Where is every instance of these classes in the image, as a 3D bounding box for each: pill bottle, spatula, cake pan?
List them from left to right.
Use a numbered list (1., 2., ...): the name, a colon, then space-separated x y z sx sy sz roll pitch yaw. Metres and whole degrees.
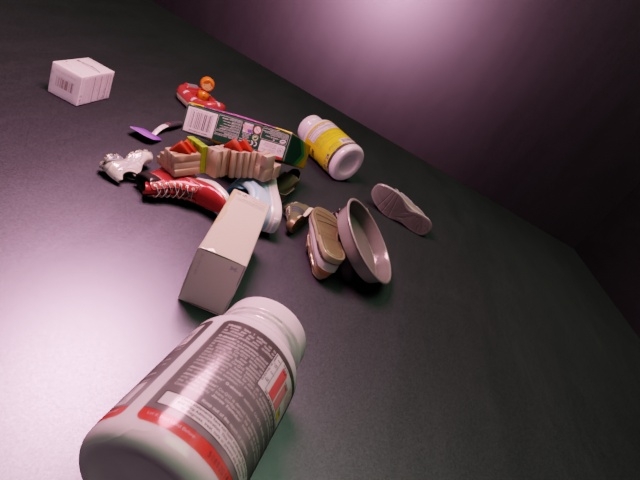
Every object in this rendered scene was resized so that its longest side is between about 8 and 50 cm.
1. spatula: -0.564 -0.401 1.525 0.084 0.030 0.296 31 27 -2
2. pill bottle: -0.161 0.247 0.673 0.210 0.210 0.363 33 28 4
3. pill bottle: 0.038 -0.451 2.027 0.188 0.187 0.334 -1 41 -45
4. cake pan: 0.139 0.009 1.356 0.293 0.054 0.293 48 28 -37

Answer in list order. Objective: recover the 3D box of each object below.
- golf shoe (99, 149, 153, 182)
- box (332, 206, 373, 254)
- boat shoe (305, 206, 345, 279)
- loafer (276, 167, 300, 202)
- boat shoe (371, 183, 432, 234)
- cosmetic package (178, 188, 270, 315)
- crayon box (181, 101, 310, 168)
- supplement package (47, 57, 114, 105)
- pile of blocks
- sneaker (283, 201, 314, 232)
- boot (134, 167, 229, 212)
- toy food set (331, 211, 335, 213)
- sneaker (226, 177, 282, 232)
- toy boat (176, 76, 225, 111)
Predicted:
1. golf shoe: -0.539 -0.207 1.221 0.086 0.069 0.176 53 32 -1
2. box: 0.141 -0.027 1.515 0.191 0.045 0.184 -8 71 -51
3. boat shoe: 0.000 0.000 1.344 0.113 0.103 0.302 25 28 -17
4. loafer: -0.137 -0.214 1.576 0.094 0.087 0.251 31 28 -1
5. boat shoe: 0.369 -0.147 1.942 0.320 0.118 0.103 34 22 -3
6. cosmetic package: -0.224 0.016 1.044 0.113 0.160 0.309 25 27 -9
7. crayon box: -0.245 -0.357 1.504 0.363 0.106 0.313 18 6 8
8. supplement package: -0.801 -0.537 1.435 0.105 0.105 0.179 27 28 -5
9. pile of blocks: -0.292 -0.262 1.273 0.363 0.112 0.149 0 33 -26
10. sneaker: -0.094 -0.085 1.445 0.086 0.064 0.192 28 27 10
11. boot: -0.391 -0.132 1.204 0.244 0.088 0.176 28 27 12
12. toy food set: 0.109 -0.082 1.620 0.128 0.071 0.218 44 30 23
13. sneaker: -0.230 -0.175 1.375 0.150 0.135 0.365 16 30 -32
14. toy boat: -0.499 -0.626 1.825 0.231 0.151 0.151 44 31 23
